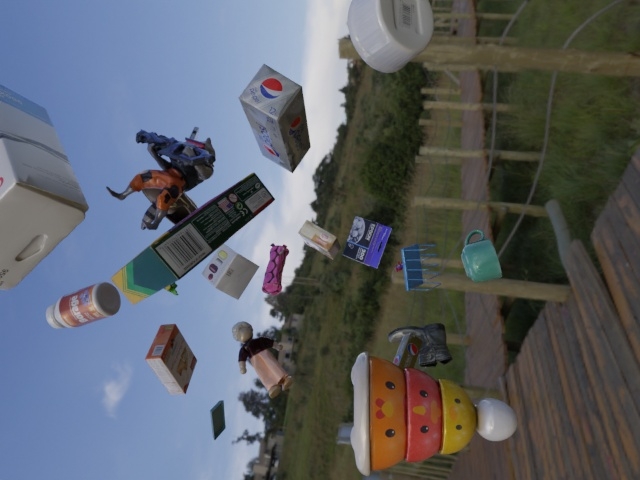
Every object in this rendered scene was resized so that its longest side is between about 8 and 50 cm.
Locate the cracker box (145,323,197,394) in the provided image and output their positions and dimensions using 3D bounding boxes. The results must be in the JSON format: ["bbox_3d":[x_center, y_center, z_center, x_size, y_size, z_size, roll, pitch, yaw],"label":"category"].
[{"bbox_3d":[-0.552,0.447,1.575,0.155,0.067,0.232,-85,-14,-51],"label":"cracker box"}]

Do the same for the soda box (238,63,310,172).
[{"bbox_3d":[-0.092,-0.258,0.942,0.091,0.098,0.286,-56,-9,-8],"label":"soda box"}]

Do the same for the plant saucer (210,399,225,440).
[{"bbox_3d":[-0.403,0.703,1.646,0.067,0.018,0.192,-41,-33,-47],"label":"plant saucer"}]

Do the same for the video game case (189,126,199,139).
[{"bbox_3d":[-0.568,-0.364,1.824,0.274,0.026,0.196,-107,32,-59],"label":"video game case"}]

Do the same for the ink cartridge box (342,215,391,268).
[{"bbox_3d":[0.218,0.006,2.005,0.045,0.208,0.206,17,-87,-45],"label":"ink cartridge box"}]

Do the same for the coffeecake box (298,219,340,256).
[{"bbox_3d":[0.000,0.000,1.701,0.068,0.142,0.185,-57,-15,-7],"label":"coffeecake box"}]

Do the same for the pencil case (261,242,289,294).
[{"bbox_3d":[-0.183,0.118,1.739,0.098,0.095,0.209,-32,40,41],"label":"pencil case"}]

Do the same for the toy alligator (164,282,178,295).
[{"bbox_3d":[-0.728,0.195,1.954,0.051,0.190,0.056,-60,-17,-18],"label":"toy alligator"}]

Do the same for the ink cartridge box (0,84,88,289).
[{"bbox_3d":[-0.736,-0.131,0.952,0.285,0.395,0.166,-43,-28,8],"label":"ink cartridge box"}]

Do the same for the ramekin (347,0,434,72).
[{"bbox_3d":[0.237,-0.705,1.360,0.135,0.277,0.277,-4,77,59],"label":"ramekin"}]

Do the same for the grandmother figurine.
[{"bbox_3d":[-0.247,0.465,1.719,0.208,0.342,0.104,-15,-40,-45],"label":"grandmother figurine"}]

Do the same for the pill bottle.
[{"bbox_3d":[-0.801,0.225,1.417,0.121,0.216,0.121,-19,-90,-79],"label":"pill bottle"}]

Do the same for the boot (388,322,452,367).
[{"bbox_3d":[0.394,0.428,1.686,0.083,0.247,0.161,51,-148,-49],"label":"boot"}]

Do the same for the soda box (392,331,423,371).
[{"bbox_3d":[0.318,0.437,1.564,0.181,0.061,0.058,-57,6,-37],"label":"soda box"}]

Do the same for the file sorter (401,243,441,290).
[{"bbox_3d":[0.405,0.105,1.669,0.118,0.104,0.170,-14,-83,-46],"label":"file sorter"}]

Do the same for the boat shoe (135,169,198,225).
[{"bbox_3d":[-0.530,-0.133,1.491,0.324,0.117,0.096,61,-174,-63],"label":"boat shoe"}]

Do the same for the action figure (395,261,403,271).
[{"bbox_3d":[0.356,0.116,1.889,0.115,0.038,0.030,88,159,-66],"label":"action figure"}]

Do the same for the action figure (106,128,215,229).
[{"bbox_3d":[-0.463,-0.204,1.273,0.330,0.341,0.178,-43,-37,-22],"label":"action figure"}]

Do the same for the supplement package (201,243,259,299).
[{"bbox_3d":[-0.445,0.149,2.065,0.149,0.203,0.194,38,-99,-36],"label":"supplement package"}]

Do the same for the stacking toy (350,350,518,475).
[{"bbox_3d":[0.334,0.512,1.257,0.350,0.480,0.350,-2,-90,-83],"label":"stacking toy"}]

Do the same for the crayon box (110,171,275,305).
[{"bbox_3d":[-0.336,-0.004,1.116,0.106,0.313,0.363,53,-133,-11],"label":"crayon box"}]

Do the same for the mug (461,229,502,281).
[{"bbox_3d":[0.506,0.059,1.346,0.157,0.097,0.129,-86,-26,-55],"label":"mug"}]
